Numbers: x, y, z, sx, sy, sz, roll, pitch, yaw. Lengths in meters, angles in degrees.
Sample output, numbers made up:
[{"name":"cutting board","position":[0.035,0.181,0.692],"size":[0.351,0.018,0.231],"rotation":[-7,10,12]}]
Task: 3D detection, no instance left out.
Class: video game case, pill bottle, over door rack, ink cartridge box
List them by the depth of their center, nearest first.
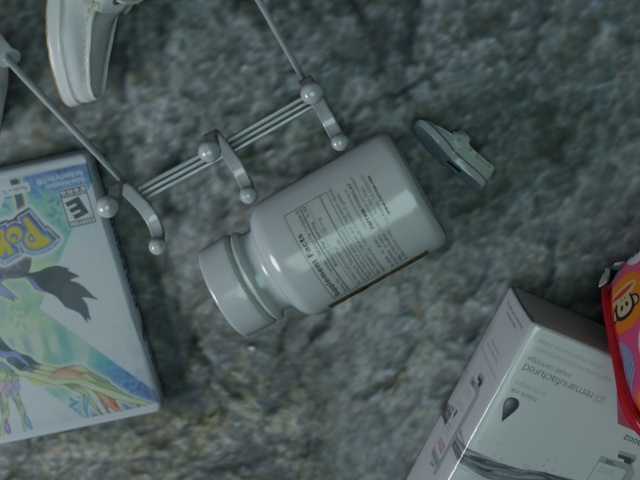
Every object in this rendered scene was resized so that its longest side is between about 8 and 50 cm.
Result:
[{"name":"over door rack","position":[-0.132,-0.136,1.007],"size":[0.239,0.108,0.324],"rotation":[-29,136,4]},{"name":"pill bottle","position":[0.000,0.000,1.107],"size":[0.229,0.131,0.131],"rotation":[-29,107,8]},{"name":"video game case","position":[-0.363,0.079,1.173],"size":[0.328,0.036,0.300],"rotation":[-12,108,2]},{"name":"ink cartridge box","position":[0.243,0.225,1.194],"size":[0.207,0.117,0.283],"rotation":[23,106,-9]}]

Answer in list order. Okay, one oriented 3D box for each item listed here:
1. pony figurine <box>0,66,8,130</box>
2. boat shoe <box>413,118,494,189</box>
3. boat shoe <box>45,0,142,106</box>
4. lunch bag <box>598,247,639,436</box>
[{"name":"pony figurine","position":[-0.412,-0.196,0.955],"size":[0.302,0.363,0.351],"rotation":[21,122,-16]},{"name":"boat shoe","position":[0.140,-0.096,1.134],"size":[0.100,0.035,0.035],"rotation":[40,76,-9]},{"name":"boat shoe","position":[-0.198,-0.259,1.031],"size":[0.096,0.098,0.277],"rotation":[7,107,1]},{"name":"lunch bag","position":[0.428,0.105,1.099],"size":[0.293,0.258,0.120],"rotation":[17,136,-19]}]
